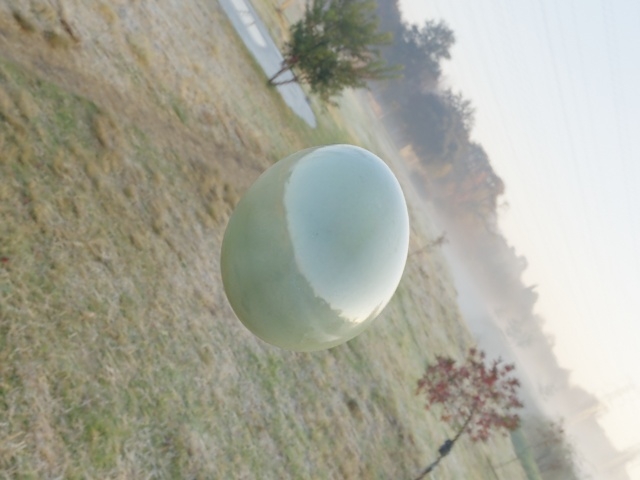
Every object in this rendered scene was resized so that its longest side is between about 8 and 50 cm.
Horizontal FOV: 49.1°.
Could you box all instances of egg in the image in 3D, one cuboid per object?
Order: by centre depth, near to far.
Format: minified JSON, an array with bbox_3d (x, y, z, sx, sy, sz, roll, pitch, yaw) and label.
[{"bbox_3d":[0.000,0.000,0.743,0.189,0.188,0.254,56,45,-26],"label":"egg"}]
